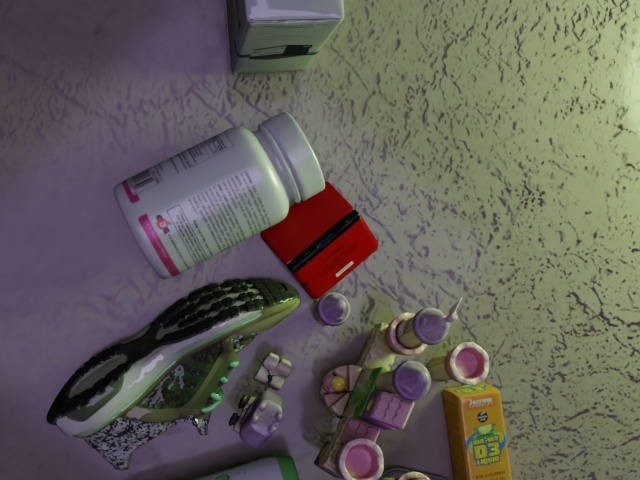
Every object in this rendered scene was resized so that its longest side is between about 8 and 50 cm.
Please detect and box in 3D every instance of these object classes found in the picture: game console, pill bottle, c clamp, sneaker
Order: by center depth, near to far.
[{"bbox_3d":[-0.147,-0.072,1.164,0.283,0.160,0.160,-27,95,-7],"label":"pill bottle"},{"bbox_3d":[-0.199,0.205,1.191,0.410,0.158,0.182,-30,115,-4],"label":"sneaker"},{"bbox_3d":[0.000,0.000,1.261,0.144,0.085,0.124,-40,127,-5],"label":"game console"},{"bbox_3d":[0.158,0.451,1.287,0.161,0.022,0.137,21,88,-9],"label":"c clamp"}]

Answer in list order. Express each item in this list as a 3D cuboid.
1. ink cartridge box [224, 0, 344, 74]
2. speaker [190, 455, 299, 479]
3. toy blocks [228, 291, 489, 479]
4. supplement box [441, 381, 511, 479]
[{"bbox_3d":[-0.063,-0.378,1.099,0.129,0.307,0.223,-4,91,-11],"label":"ink cartridge box"},{"bbox_3d":[-0.172,0.425,1.186,0.297,0.131,0.131,-15,93,-8],"label":"speaker"},{"bbox_3d":[0.080,0.218,1.121,0.309,0.260,0.288,30,70,-7],"label":"toy blocks"},{"bbox_3d":[0.261,0.357,1.273,0.078,0.080,0.233,-9,90,-10],"label":"supplement box"}]
